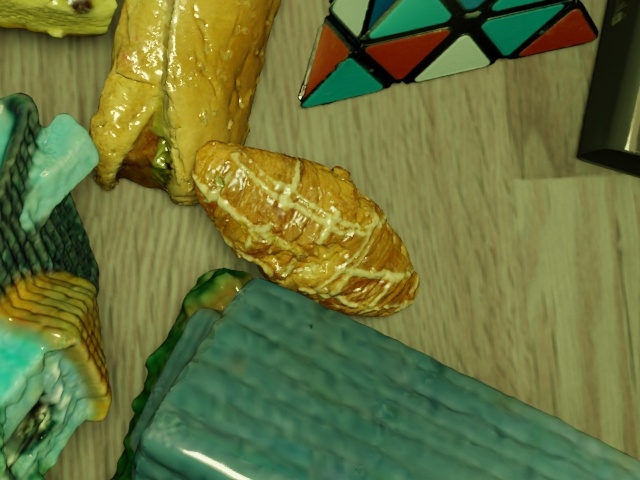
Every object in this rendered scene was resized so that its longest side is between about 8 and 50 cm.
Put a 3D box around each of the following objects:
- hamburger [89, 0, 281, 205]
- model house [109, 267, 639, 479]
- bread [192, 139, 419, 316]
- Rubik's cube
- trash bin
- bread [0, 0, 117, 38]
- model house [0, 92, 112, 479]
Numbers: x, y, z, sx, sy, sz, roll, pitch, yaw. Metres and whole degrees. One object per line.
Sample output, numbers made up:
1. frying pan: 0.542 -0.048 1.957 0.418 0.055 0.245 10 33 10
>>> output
1. hamburger: -0.101 -0.160 0.878 0.124 0.131 0.262 12 88 -4
2. model house: -0.023 0.241 0.725 0.335 0.342 0.382 26 88 2
3. bread: 0.000 0.000 0.870 0.233 0.076 0.105 34 114 -30
4. Rubik's cube: 0.140 -0.219 0.866 0.250 0.234 0.284 21 82 -7
5. trash bin: 0.326 -0.162 0.955 0.165 0.115 0.225 16 87 -8
6. bread: -0.203 -0.337 0.858 0.138 0.077 0.361 10 79 -22
7. model house: -0.218 0.058 0.782 0.226 0.261 0.241 32 64 20
